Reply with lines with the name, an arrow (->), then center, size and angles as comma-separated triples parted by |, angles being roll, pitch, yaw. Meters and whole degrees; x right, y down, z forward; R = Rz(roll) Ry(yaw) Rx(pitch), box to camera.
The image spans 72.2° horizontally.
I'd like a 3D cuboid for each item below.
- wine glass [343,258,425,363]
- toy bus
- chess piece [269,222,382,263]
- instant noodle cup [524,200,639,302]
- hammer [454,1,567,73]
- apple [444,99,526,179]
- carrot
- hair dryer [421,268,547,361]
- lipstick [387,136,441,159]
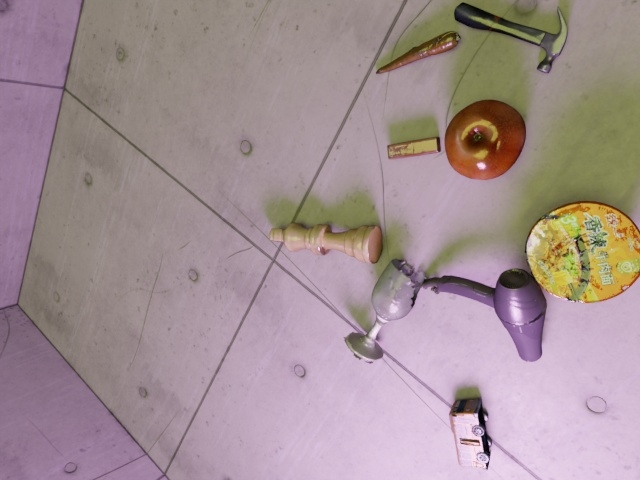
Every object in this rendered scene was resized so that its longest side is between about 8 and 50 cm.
wine glass -> 0.195, 0.214, 1.341 | 0.143, 0.143, 0.321 | 33, 114, 20
toy bus -> 0.444, 0.568, 1.301 | 0.103, 0.091, 0.182 | -7, 98, 30
chess piece -> 0.000, 0.000, 1.431 | 0.396, 0.117, 0.117 | 4, 102, 30
instant noodle cup -> 0.617, 0.013, 1.039 | 0.230, 0.182, 0.231 | 6, 103, 28
hammer -> 0.469, -0.539, 1.098 | 0.289, 0.037, 0.137 | 32, 114, 20
apple -> 0.414, -0.253, 1.114 | 0.201, 0.162, 0.202 | 7, 105, 29
carrot -> 0.264, -0.514, 1.219 | 0.254, 0.049, 0.049 | -12, 94, 35
hair dryer -> 0.436, 0.170, 1.204 | 0.361, 0.121, 0.301 | 20, 147, 47
lipstick -> 0.268, -0.265, 1.262 | 0.145, 0.045, 0.045 | -3, 97, 29
